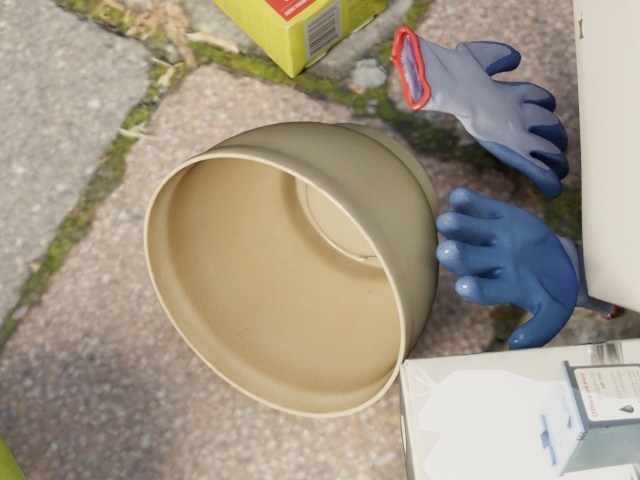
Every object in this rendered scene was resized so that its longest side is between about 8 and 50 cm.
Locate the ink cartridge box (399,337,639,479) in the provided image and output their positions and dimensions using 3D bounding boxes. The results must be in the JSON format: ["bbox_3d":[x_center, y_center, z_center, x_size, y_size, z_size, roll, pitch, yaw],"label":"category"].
[{"bbox_3d":[0.139,0.107,0.722,0.190,0.140,0.082,-7,67,1],"label":"ink cartridge box"}]

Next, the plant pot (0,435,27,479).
[{"bbox_3d":[-0.278,0.186,0.666,0.293,0.275,0.275,-29,65,-26],"label":"plant pot"}]

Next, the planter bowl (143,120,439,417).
[{"bbox_3d":[0.000,0.000,0.788,0.162,0.162,0.109,29,43,17],"label":"planter bowl"}]

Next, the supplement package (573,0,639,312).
[{"bbox_3d":[0.294,-0.056,0.724,0.293,0.177,0.175,-4,94,-5],"label":"supplement package"}]

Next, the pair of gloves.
[{"bbox_3d":[0.104,-0.028,0.800,0.023,0.159,0.198,-27,63,37],"label":"pair of gloves"}]

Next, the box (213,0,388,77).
[{"bbox_3d":[-0.062,-0.214,0.939,0.087,0.058,0.232,-37,67,-14],"label":"box"}]
